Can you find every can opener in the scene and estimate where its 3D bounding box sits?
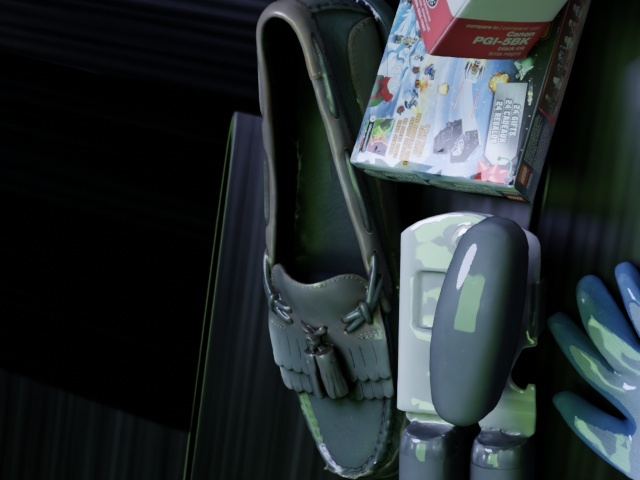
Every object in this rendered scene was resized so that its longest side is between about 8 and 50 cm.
[{"bbox_3d":[0.068,0.120,0.812,0.074,0.093,0.280,6,105,22],"label":"can opener"}]

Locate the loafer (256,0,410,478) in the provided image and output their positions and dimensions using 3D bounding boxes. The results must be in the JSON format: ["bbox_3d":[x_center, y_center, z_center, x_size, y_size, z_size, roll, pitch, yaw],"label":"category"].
[{"bbox_3d":[0.000,0.000,0.853,0.096,0.084,0.267,-3,93,34],"label":"loafer"}]

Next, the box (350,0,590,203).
[{"bbox_3d":[0.078,-0.092,0.798,0.094,0.027,0.137,11,78,33],"label":"box"}]

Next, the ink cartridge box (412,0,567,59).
[{"bbox_3d":[0.088,-0.160,0.723,0.135,0.056,0.099,126,138,-53],"label":"ink cartridge box"}]

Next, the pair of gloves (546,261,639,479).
[{"bbox_3d":[0.205,0.049,0.759,0.198,0.023,0.159,-45,69,24],"label":"pair of gloves"}]
